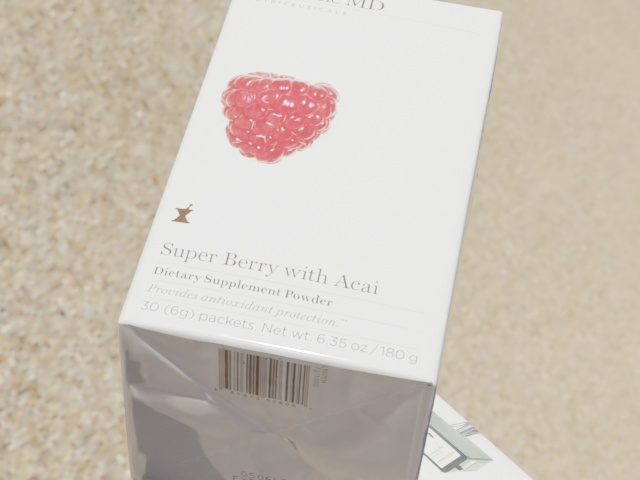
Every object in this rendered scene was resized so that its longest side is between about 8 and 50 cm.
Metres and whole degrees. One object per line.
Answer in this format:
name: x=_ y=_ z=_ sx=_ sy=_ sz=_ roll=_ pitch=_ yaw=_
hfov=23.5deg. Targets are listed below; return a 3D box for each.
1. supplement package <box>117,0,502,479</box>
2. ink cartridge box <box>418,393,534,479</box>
supplement package: x=0.000 y=0.000 z=0.954 sx=0.175 sy=0.178 sz=0.293 roll=94 pitch=8 yaw=-51
ink cartridge box: x=0.077 y=0.262 z=1.539 sx=0.115 sy=0.198 sz=0.273 roll=-16 pitch=45 yaw=-41
